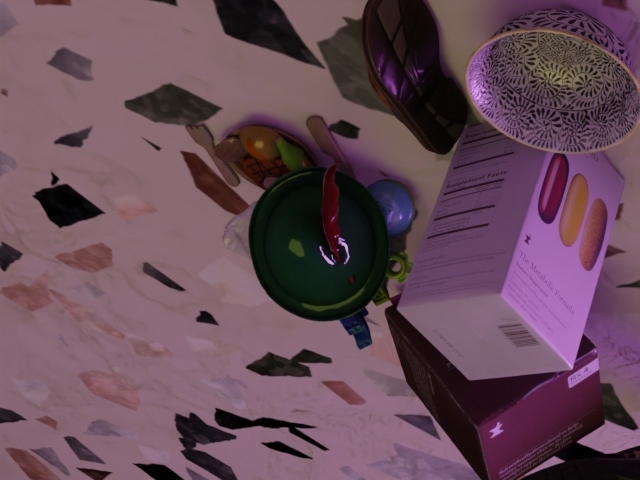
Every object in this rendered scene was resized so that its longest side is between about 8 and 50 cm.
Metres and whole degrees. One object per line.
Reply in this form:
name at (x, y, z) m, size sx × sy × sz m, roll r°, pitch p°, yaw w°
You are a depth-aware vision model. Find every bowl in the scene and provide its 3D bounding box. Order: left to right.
bowl at (0.230, -0.167, 1.329) m, size 0.170 × 0.080 × 0.170 m, roll 16°, pitch 148°, yaw 10°

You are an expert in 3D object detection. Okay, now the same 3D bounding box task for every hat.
hat at (-0.026, 0.008, 1.540) m, size 0.173 × 0.183 × 0.208 m, roll -1°, pitch 100°, yaw 17°

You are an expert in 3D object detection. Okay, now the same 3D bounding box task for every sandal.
sandal at (0.088, -0.173, 1.427) m, size 0.060 × 0.090 × 0.219 m, roll 26°, pitch 163°, yaw 39°

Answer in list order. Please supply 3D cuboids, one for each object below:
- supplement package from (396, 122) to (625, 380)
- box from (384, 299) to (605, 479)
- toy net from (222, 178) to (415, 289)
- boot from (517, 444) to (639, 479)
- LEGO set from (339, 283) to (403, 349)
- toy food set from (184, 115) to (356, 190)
supplement package at (0.201, 0.002, 1.442) m, size 0.134 × 0.244 × 0.139 m, roll -11°, pitch 136°, yaw 43°
box at (0.206, 0.148, 1.649) m, size 0.203 × 0.168 × 0.167 m, roll 53°, pitch 168°, yaw 38°
toy net at (0.000, 0.000, 1.654) m, size 0.232 × 0.045 × 0.122 m, roll -6°, pitch 99°, yaw 19°
boot at (0.404, 0.315, 1.725) m, size 0.377 × 0.138 × 0.284 m, roll -21°, pitch 167°, yaw 11°
LEGO set at (0.041, 0.048, 1.776) m, size 0.087 × 0.093 × 0.227 m, roll -26°, pitch 125°, yaw 12°
toy food set at (-0.063, -0.091, 1.660) m, size 0.192 × 0.038 × 0.132 m, roll -1°, pitch 141°, yaw 33°
